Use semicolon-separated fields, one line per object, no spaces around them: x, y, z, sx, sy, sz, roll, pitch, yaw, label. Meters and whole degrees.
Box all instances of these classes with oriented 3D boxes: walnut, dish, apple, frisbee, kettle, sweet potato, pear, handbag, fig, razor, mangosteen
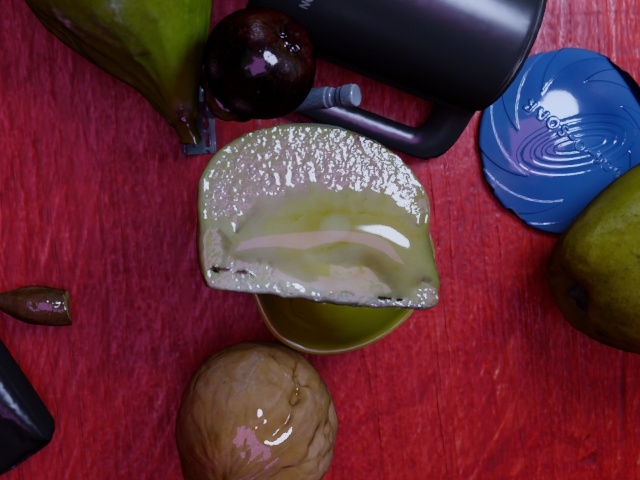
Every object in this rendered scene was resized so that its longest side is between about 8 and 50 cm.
-0.077;0.219;1.113;0.195;0.222;0.195;4;115;9;walnut
0.000;0.000;1.164;0.221;0.108;0.262;-34;99;-4;dish
-0.005;-0.026;1.050;0.264;0.120;0.193;5;84;-10;apple
0.323;-0.127;1.237;0.242;0.045;0.242;-1;95;-9;frisbee
0.076;-0.257;1.114;0.308;0.203;0.262;22;88;-12;kettle
-0.352;0.074;1.147;0.117;0.049;0.049;10;93;-9;sweet potato
0.435;0.016;1.161;0.307;0.253;0.253;-19;97;-12;pear
-0.464;0.191;1.122;0.223;0.080;0.247;-32;98;-5;handbag
-0.235;-0.270;1.060;0.233;0.233;0.314;0;104;-9;fig
-0.060;-0.156;1.112;0.231;0.068;0.106;0;96;28;razor
-0.074;-0.179;1.022;0.140;0.140;0.140;-1;94;-8;mangosteen
